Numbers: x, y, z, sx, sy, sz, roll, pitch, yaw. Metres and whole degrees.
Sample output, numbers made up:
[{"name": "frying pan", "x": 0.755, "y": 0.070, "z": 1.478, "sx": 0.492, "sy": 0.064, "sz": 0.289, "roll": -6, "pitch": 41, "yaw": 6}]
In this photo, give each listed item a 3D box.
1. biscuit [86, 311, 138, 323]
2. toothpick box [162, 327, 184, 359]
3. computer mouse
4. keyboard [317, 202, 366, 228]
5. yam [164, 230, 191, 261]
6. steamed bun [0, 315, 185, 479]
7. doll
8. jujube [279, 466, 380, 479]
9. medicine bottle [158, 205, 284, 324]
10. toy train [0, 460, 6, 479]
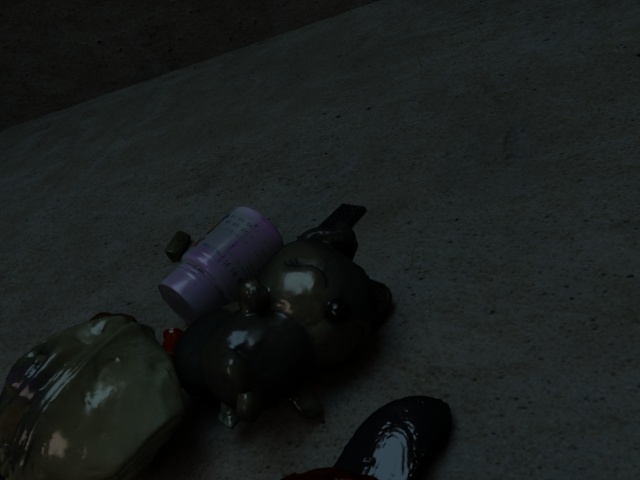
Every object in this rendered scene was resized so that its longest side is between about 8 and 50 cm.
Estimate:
[{"name": "biscuit", "x": -0.492, "y": 0.243, "z": 1.585, "sx": 0.291, "sy": 0.041, "sz": 0.208, "roll": 0, "pitch": 40, "yaw": 39}, {"name": "toothpick box", "x": -0.302, "y": 0.217, "z": 1.476, "sx": 0.047, "sy": 0.047, "sz": 0.083, "roll": -20, "pitch": 32, "yaw": 12}, {"name": "computer mouse", "x": 0.103, "y": 0.294, "z": 1.034, "sx": 0.122, "sy": 0.073, "sz": 0.217, "roll": 10, "pitch": 49, "yaw": 44}, {"name": "keyboard", "x": 0.000, "y": 0.000, "z": 1.593, "sx": 0.087, "sy": 0.017, "sz": 0.250, "roll": 12, "pitch": 48, "yaw": 48}, {"name": "yam", "x": -0.357, "y": 0.011, "z": 1.821, "sx": 0.043, "sy": 0.043, "sz": 0.094, "roll": -9, "pitch": 37, "yaw": 27}, {"name": "steamed bun", "x": -0.419, "y": 0.284, "z": 1.220, "sx": 0.339, "sy": 0.247, "sz": 0.352, "roll": -50, "pitch": 42, "yaw": 10}, {"name": "doll", "x": -0.083, "y": 0.123, "z": 1.268, "sx": 0.382, "sy": 0.252, "sz": 0.379, "roll": -39, "pitch": 33, "yaw": -29}, {"name": "jujube", "x": -0.006, "y": 0.372, "z": 0.857, "sx": 0.232, "sy": 0.212, "sz": 0.213, "roll": -13, "pitch": 30, "yaw": -8}, {"name": "medicine bottle", "x": -0.208, "y": 0.056, "z": 1.540, "sx": 0.152, "sy": 0.152, "sz": 0.254, "roll": 12, "pitch": 50, "yaw": 46}, {"name": "toy train", "x": -0.618, "y": 0.439, "z": 1.351, "sx": 0.086, "sy": 0.089, "sz": 0.409, "roll": -2, "pitch": 40, "yaw": 51}]
